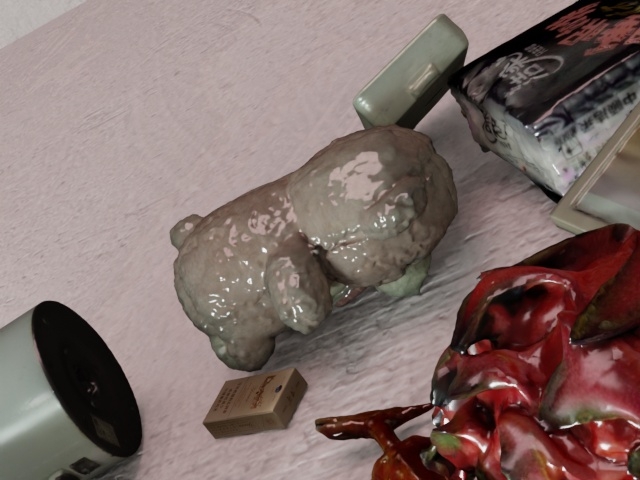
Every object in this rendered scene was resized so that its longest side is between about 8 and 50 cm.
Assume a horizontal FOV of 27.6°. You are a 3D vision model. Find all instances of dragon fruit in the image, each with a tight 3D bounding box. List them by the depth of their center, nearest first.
[{"bbox_3d":[0.189,0.091,0.702,0.293,0.234,0.233,-32,20,-34],"label":"dragon fruit"}]

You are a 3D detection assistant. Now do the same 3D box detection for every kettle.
[{"bbox_3d":[-0.296,0.203,1.174,0.236,0.161,0.221,-30,56,10],"label":"kettle"}]

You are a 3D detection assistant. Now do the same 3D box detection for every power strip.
[{"bbox_3d":[0.091,-0.150,1.281,0.118,0.046,0.270,-48,-4,3],"label":"power strip"}]

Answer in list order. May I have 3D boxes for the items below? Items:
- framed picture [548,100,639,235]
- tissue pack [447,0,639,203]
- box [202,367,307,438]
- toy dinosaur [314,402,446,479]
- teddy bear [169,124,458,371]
[{"bbox_3d":[0.303,-0.048,0.896,0.192,0.018,0.265,-52,36,-7],"label":"framed picture"},{"bbox_3d":[0.291,-0.165,1.136,0.332,0.123,0.245,-32,19,-2],"label":"tissue pack"},{"bbox_3d":[-0.057,0.141,1.124,0.083,0.024,0.053,-12,33,36],"label":"box"},{"bbox_3d":[0.059,0.135,0.894,0.327,0.113,0.206,-23,27,20],"label":"toy dinosaur"},{"bbox_3d":[-0.001,0.000,1.155,0.267,0.151,0.236,-24,19,15],"label":"teddy bear"}]
